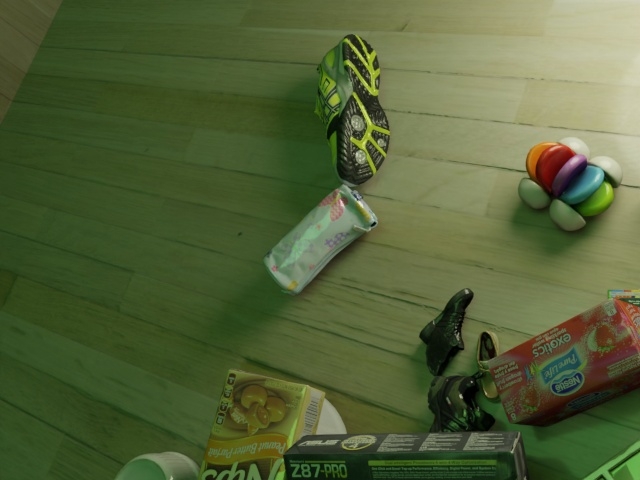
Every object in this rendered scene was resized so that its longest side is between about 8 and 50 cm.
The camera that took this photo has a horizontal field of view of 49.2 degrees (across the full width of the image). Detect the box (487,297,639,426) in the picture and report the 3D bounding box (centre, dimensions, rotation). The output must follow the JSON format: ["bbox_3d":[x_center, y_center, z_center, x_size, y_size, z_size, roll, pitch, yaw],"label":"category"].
[{"bbox_3d":[0.432,0.213,1.181,0.257,0.128,0.122,-36,53,33],"label":"box"}]

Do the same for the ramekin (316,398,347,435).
[{"bbox_3d":[-0.093,0.426,1.416,0.277,0.135,0.277,-11,65,24],"label":"ramekin"}]

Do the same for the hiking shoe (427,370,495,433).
[{"bbox_3d":[0.259,0.351,1.272,0.114,0.086,0.227,-23,58,39],"label":"hiking shoe"}]

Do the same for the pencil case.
[{"bbox_3d":[0.000,0.000,1.564,0.273,0.113,0.124,-41,75,7],"label":"pencil case"}]

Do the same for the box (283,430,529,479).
[{"bbox_3d":[0.150,0.482,1.147,0.395,0.097,0.318,-9,95,25],"label":"box"}]

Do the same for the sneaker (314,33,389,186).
[{"bbox_3d":[0.065,-0.294,1.663,0.147,0.145,0.385,-25,55,46],"label":"sneaker"}]

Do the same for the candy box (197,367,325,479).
[{"bbox_3d":[-0.121,0.414,1.300,0.183,0.087,0.316,5,70,30],"label":"candy box"}]

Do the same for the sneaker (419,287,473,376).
[{"bbox_3d":[0.261,0.182,1.380,0.170,0.051,0.089,-47,55,9],"label":"sneaker"}]

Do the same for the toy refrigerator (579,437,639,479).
[{"bbox_3d":[0.464,0.430,1.132,0.269,0.094,0.102,-39,56,8],"label":"toy refrigerator"}]

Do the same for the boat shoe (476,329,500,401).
[{"bbox_3d":[0.317,0.236,1.326,0.050,0.045,0.135,-14,63,23],"label":"boat shoe"}]

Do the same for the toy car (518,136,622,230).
[{"bbox_3d":[0.473,-0.123,1.341,0.159,0.136,0.182,-48,55,2],"label":"toy car"}]

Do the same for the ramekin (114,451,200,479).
[{"bbox_3d":[-0.362,0.563,1.520,0.207,0.109,0.207,-11,65,25],"label":"ramekin"}]

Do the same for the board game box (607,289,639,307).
[{"bbox_3d":[0.589,0.158,1.210,0.170,0.048,0.141,-1,71,29],"label":"board game box"}]
